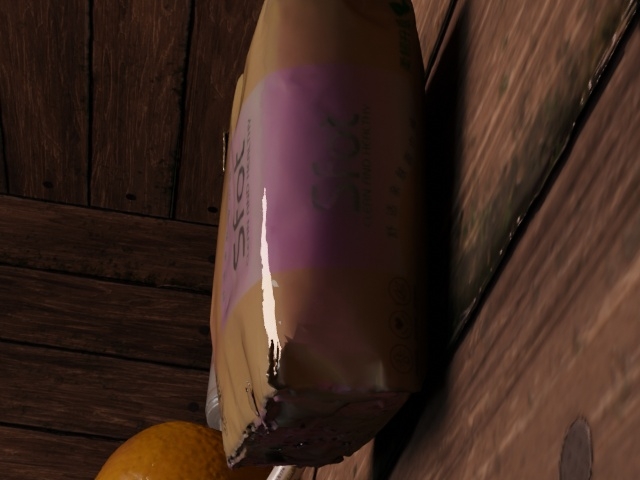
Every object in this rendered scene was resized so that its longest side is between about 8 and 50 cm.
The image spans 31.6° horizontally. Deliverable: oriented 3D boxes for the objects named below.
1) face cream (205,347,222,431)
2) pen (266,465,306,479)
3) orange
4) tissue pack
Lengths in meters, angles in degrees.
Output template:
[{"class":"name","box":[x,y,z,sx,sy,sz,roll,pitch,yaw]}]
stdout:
[{"class":"face cream","box":[-0.099,0.208,1.468,0.251,0.101,0.101,-87,8,-45]},{"class":"pen","box":[-0.071,0.280,1.039,0.239,0.028,0.028,-59,8,6]},{"class":"orange","box":[-0.142,0.304,1.158,0.236,0.236,0.236,-171,90,-84]},{"class":"tissue pack","box":[0.000,0.000,0.705,0.215,0.123,0.256,115,156,-64]}]
